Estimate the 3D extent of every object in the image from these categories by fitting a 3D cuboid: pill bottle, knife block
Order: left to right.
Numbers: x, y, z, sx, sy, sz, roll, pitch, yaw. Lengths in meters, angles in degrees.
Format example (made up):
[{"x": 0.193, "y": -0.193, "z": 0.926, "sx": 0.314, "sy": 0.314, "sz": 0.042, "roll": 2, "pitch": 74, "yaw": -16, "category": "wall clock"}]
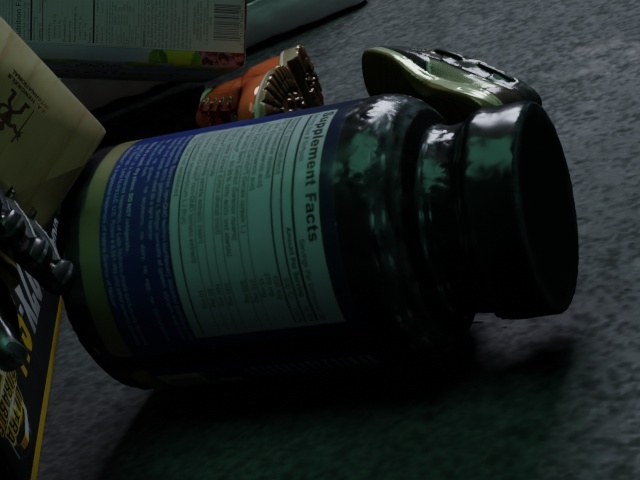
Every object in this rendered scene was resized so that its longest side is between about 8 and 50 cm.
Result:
[{"x": -0.210, "y": 0.017, "z": 0.620, "sx": 0.275, "sy": 0.088, "sz": 0.242, "roll": -17, "pitch": 34, "yaw": 40, "category": "knife block"}, {"x": 0.000, "y": 0.000, "z": 0.657, "sx": 0.219, "sy": 0.123, "sz": 0.123, "roll": -8, "pitch": 26, "yaw": 24, "category": "pill bottle"}]

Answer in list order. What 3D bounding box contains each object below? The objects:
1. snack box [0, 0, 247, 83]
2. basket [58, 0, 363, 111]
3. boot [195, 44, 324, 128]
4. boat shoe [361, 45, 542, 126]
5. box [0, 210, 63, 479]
[{"x": -0.172, "y": -0.157, "z": 1.060, "sx": 0.207, "sy": 0.070, "sz": 0.174, "roll": -1, "pitch": 2, "yaw": -15, "category": "snack box"}, {"x": -0.178, "y": -0.303, "z": 1.290, "sx": 0.328, "sy": 0.266, "sz": 0.331, "roll": -23, "pitch": 25, "yaw": -11, "category": "basket"}, {"x": -0.047, "y": -0.085, "z": 0.972, "sx": 0.084, "sy": 0.059, "sz": 0.158, "roll": -18, "pitch": 15, "yaw": 10, "category": "boot"}, {"x": 0.080, "y": -0.091, "z": 0.891, "sx": 0.049, "sy": 0.056, "sz": 0.152, "roll": -24, "pitch": 33, "yaw": -22, "category": "boat shoe"}, {"x": -0.274, "y": 0.073, "z": 0.768, "sx": 0.257, "sy": 0.079, "sz": 0.322, "roll": -20, "pitch": 23, "yaw": 2, "category": "box"}]
